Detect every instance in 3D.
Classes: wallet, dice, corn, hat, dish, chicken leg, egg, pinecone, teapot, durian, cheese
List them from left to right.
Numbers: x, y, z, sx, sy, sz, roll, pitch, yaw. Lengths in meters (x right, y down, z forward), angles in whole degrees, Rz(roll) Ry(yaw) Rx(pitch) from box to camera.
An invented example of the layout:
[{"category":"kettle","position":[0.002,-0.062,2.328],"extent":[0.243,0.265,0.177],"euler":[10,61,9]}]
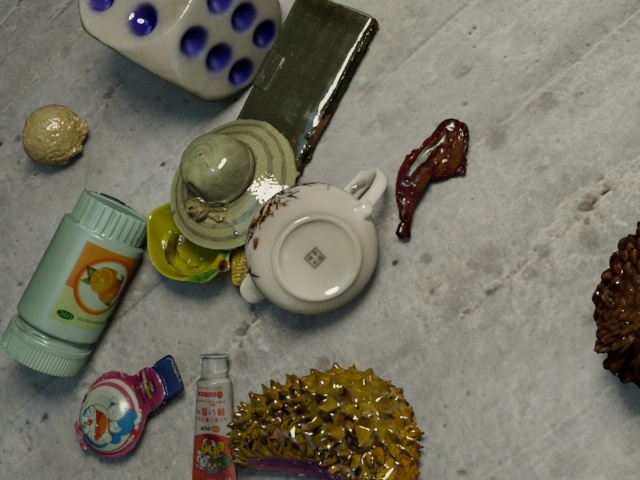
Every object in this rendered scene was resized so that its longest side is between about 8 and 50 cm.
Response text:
[{"category":"egg","position":[-0.541,-0.214,1.410],"extent":[0.140,0.118,0.116],"euler":[-37,24,23]},{"category":"cheese","position":[-0.349,0.295,1.245],"extent":[0.244,0.062,0.155],"euler":[-34,66,14]},{"category":"dice","position":[-0.243,-0.405,1.232],"extent":[0.251,0.259,0.243],"euler":[35,96,25]},{"category":"dish","position":[-0.218,0.008,1.236],"extent":[0.208,0.080,0.148],"euler":[35,91,27]},{"category":"hat","position":[-0.170,-0.116,1.150],"extent":[0.252,0.110,0.251],"euler":[-9,67,21]},{"category":"corn","position":[-0.114,-0.015,1.201],"extent":[0.072,0.072,0.203],"euler":[5,82,25]},{"category":"wallet","position":[-0.036,-0.276,1.233],"extent":[0.169,0.044,0.316],"euler":[28,93,22]},{"category":"durian","position":[-0.006,0.282,1.068],"extent":[0.342,0.112,0.191],"euler":[1,82,26]},{"category":"teapot","position":[0.000,0.000,1.104],"extent":[0.300,0.166,0.208],"euler":[-44,96,-8]},{"category":"chicken leg","position":[0.167,-0.104,1.108],"extent":[0.093,0.053,0.205],"euler":[42,102,11]},{"category":"pinecone","position":[0.444,0.091,0.862],"extent":[0.222,0.221,0.221],"euler":[-5,78,23]}]

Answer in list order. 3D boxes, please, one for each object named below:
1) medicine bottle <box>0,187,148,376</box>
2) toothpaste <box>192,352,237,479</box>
[{"category":"medicine bottle","position":[-0.442,0.074,1.278],"extent":[0.158,0.158,0.318],"euler":[28,92,26]},{"category":"toothpaste","position":[-0.179,0.311,1.177],"extent":[0.089,0.057,0.234],"euler":[-2,86,21]}]
